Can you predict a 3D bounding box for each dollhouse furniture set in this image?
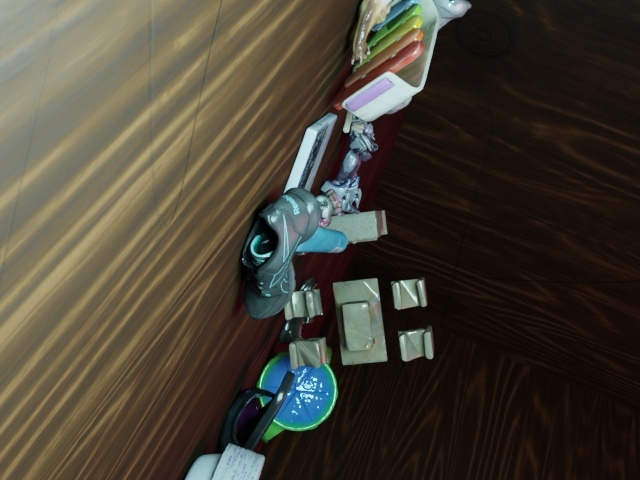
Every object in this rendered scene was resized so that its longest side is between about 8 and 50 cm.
[{"bbox_3d":[0.100,0.124,2.097,0.256,0.362,0.394,-16,100,-81],"label":"dollhouse furniture set"}]

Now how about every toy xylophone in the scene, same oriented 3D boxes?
[{"bbox_3d":[0.112,-0.324,1.433,0.236,0.081,0.322,-33,-150,34],"label":"toy xylophone"}]

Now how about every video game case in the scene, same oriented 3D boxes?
[{"bbox_3d":[-0.027,-0.134,1.455,0.173,0.022,0.190,-54,167,-68],"label":"video game case"}]

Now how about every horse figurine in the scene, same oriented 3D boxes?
[{"bbox_3d":[0.120,-0.442,1.335,0.174,0.066,0.263,-51,172,-52],"label":"horse figurine"}]

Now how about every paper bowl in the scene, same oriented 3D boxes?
[{"bbox_3d":[-0.231,0.576,1.688,0.284,0.148,0.284,20,90,-86],"label":"paper bowl"}]

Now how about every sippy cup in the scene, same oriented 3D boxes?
[{"bbox_3d":[-0.084,0.451,2.359,0.224,0.306,0.240,130,-58,-73],"label":"sippy cup"}]

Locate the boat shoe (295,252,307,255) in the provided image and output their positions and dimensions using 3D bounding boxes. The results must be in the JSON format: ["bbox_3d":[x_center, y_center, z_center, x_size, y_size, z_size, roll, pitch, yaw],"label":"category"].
[{"bbox_3d":[-0.030,-0.002,1.818,0.133,0.049,0.042,-39,149,-63],"label":"boat shoe"}]

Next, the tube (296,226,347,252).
[{"bbox_3d":[0.000,0.000,1.752,0.080,0.052,0.207,-52,161,12],"label":"tube"}]

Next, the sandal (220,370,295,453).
[{"bbox_3d":[-0.200,0.471,1.970,0.445,0.107,0.167,-55,-177,35],"label":"sandal"}]

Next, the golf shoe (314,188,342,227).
[{"bbox_3d":[-0.015,-0.061,1.725,0.086,0.067,0.186,-23,172,-15],"label":"golf shoe"}]

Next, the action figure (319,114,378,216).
[{"bbox_3d":[0.082,-0.201,1.842,0.185,0.099,0.285,-36,146,-69],"label":"action figure"}]

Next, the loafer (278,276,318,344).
[{"bbox_3d":[-0.050,0.213,2.334,0.080,0.078,0.220,-11,124,-83],"label":"loafer"}]

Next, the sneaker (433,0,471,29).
[{"bbox_3d":[0.260,-0.527,1.864,0.129,0.111,0.297,-58,-168,0],"label":"sneaker"}]

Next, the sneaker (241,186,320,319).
[{"bbox_3d":[-0.091,0.030,1.283,0.106,0.101,0.267,-26,145,-47],"label":"sneaker"}]

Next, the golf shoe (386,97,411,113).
[{"bbox_3d":[0.155,-0.373,1.907,0.140,0.115,0.306,-40,171,-12],"label":"golf shoe"}]
